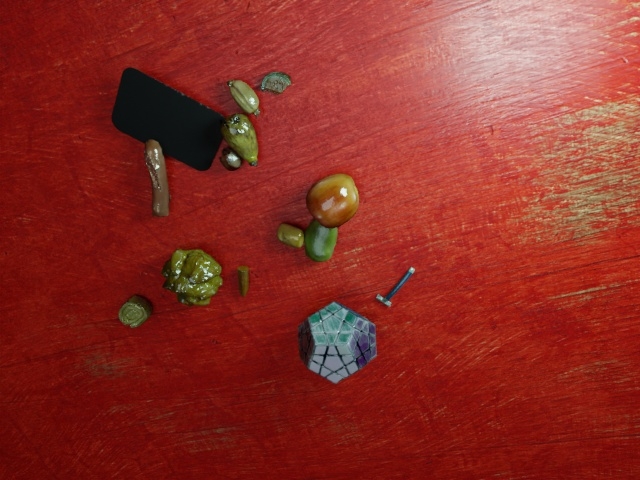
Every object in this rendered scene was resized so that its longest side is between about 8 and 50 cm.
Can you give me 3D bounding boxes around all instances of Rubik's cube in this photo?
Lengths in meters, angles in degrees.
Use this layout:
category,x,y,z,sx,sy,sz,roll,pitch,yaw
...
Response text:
category,x,y,z,sx,sy,sz,roll,pitch,yaw
Rubik's cube,0.062,0.391,1.624,0.319,0.319,0.263,30,87,-6

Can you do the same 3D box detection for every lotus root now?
category,x,y,z,sx,sy,sz,roll,pitch,yaw
lotus root,-0.268,-0.343,1.439,0.108,0.094,0.190,-27,121,-6
lotus root,-0.250,-0.475,1.395,0.073,0.062,0.150,-33,106,28

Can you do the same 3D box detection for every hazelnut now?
category,x,y,z,sx,sy,sz,roll,pitch,yaw
hazelnut,-0.321,-0.288,1.484,0.087,0.086,0.086,3,114,7

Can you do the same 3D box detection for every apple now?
category,x,y,z,sx,sy,sz,roll,pitch,yaw
apple,0.047,-0.142,1.447,0.200,0.199,0.199,3,114,7

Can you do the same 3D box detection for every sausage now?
category,x,y,z,sx,sy,sz,roll,pitch,yaw
sausage,-0.598,-0.220,1.538,0.078,0.078,0.304,9,123,4

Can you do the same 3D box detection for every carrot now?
category,x,y,z,sx,sy,sz,roll,pitch,yaw
carrot,-0.312,0.171,1.702,0.048,0.048,0.139,6,117,5

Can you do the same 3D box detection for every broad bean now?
category,x,y,z,sx,sy,sz,roll,pitch,yaw
broad bean,0.000,0.000,1.568,0.125,0.082,0.174,5,104,6

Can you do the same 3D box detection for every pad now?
category,x,y,z,sx,sy,sz,roll,pitch,yaw
pad,-0.543,-0.403,1.495,0.376,0.063,0.314,28,121,-12

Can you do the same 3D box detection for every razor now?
category,x,y,z,sx,sy,sz,roll,pitch,yaw
razor,0.300,0.179,1.622,0.068,0.037,0.191,35,114,-7

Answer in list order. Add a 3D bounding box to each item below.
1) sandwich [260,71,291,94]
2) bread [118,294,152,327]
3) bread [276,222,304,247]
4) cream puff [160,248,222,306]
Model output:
category,x,y,z,sx,sy,sz,roll,pitch,yaw
sandwich,-0.146,-0.521,1.379,0.101,0.026,0.069,10,114,3
bread,-0.809,0.313,1.823,0.156,0.064,0.117,-39,99,22
bread,-0.118,-0.016,1.565,0.115,0.056,0.082,26,119,28
cream puff,-0.514,0.147,1.657,0.245,0.196,0.243,-1,84,6
